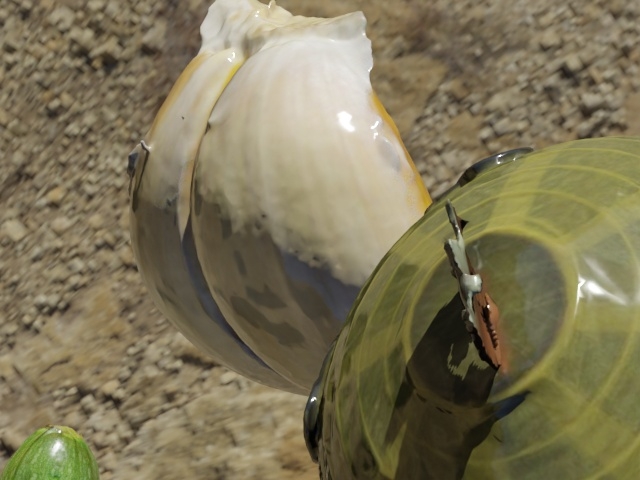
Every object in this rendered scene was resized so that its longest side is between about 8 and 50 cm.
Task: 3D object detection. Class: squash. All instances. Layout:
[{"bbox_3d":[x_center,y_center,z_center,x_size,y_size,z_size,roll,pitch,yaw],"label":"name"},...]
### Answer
[{"bbox_3d":[-0.184,0.233,1.070,0.077,0.068,0.219,-2,90,-32],"label":"squash"}]

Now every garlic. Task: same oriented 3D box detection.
[{"bbox_3d":[0.000,0.000,1.091,0.249,0.286,0.313,-43,125,-42],"label":"garlic"}]

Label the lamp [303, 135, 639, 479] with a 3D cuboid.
[{"bbox_3d":[0.103,0.072,0.592,0.284,0.250,0.250,40,60,-46],"label":"lamp"}]
